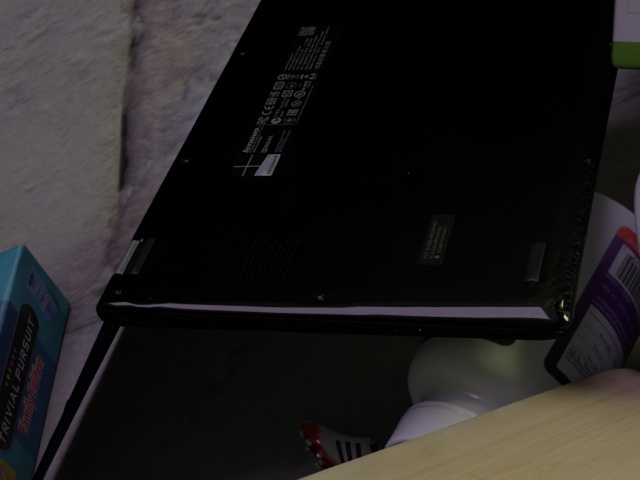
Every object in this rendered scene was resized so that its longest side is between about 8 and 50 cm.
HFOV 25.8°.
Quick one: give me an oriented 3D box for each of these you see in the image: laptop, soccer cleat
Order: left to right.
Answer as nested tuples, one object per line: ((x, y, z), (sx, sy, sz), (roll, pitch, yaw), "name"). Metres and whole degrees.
((0.000, 0.000, 0.955), (0.408, 0.236, 0.382), (1, 41, 19), "laptop")
((0.018, 0.134, 0.878), (0.036, 0.029, 0.083), (-33, 36, -19), "soccer cleat")

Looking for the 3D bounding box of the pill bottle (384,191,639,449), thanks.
((0.117, 0.068, 0.814), (0.108, 0.108, 0.193), (4, 46, 41), "pill bottle")

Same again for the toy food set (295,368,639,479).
((0.119, 0.168, 0.628), (0.306, 0.092, 0.220), (-16, 26, -26), "toy food set")

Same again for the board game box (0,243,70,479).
((-0.377, 0.159, 1.098), (0.336, 0.079, 0.253), (-21, 35, 15), "board game box")

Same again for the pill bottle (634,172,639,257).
((0.309, -0.004, 0.726), (0.264, 0.146, 0.146), (-15, 37, 23), "pill bottle")

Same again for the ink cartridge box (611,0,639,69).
((0.273, -0.219, 0.784), (0.097, 0.255, 0.189), (-7, 13, -44), "ink cartridge box")
